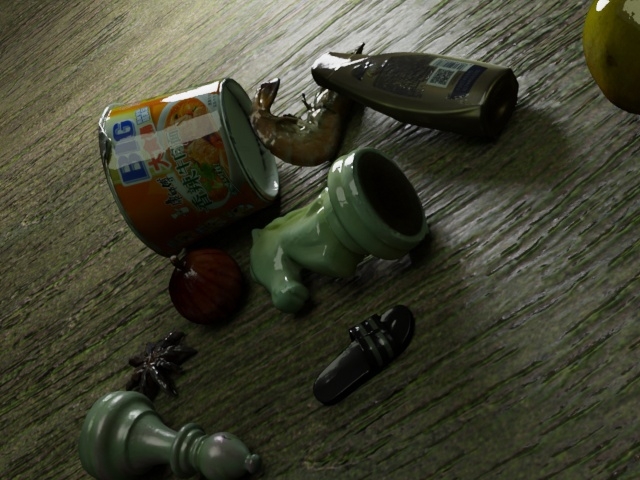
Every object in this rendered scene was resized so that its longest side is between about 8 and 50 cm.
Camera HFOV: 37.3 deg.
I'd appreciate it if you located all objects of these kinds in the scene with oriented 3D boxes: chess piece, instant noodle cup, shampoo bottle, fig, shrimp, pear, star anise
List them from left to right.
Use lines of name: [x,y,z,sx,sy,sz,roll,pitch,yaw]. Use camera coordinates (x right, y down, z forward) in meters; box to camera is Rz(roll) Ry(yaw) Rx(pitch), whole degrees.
star anise: [-0.269,0.205,1.539,0.141,0.042,0.141,-23,43,24]
chess piece: [-0.202,0.300,1.360,0.272,0.139,0.139,4,59,27]
instant noodle cup: [-0.209,-0.136,1.616,0.214,0.296,0.296,-19,45,13]
fig: [-0.194,0.076,1.526,0.128,0.150,0.128,6,99,39]
shrimp: [-0.018,-0.256,1.652,0.296,0.169,0.058,-66,8,-29]
chess piece: [0.000,0.000,1.429,0.298,0.176,0.176,-32,40,34]
shampoo bottle: [0.139,-0.248,1.514,0.350,0.084,0.125,18,63,37]
pear: [0.439,-0.266,1.246,0.200,0.200,0.200,-22,45,24]

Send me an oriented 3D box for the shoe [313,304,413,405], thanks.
shoe: [0.053,0.153,1.310,0.179,0.049,0.071,-42,41,2]
